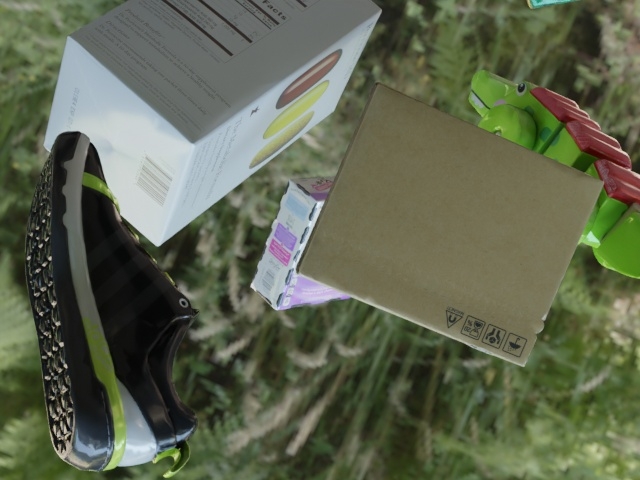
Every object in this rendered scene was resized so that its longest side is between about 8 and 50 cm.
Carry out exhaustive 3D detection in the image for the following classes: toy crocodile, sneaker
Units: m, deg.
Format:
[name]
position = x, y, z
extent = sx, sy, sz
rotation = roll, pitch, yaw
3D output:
[toy crocodile]
position = 0.239, -0.069, 1.199
extent = 0.115, 0.105, 0.340
rotation = 19, -153, -31
[sneaker]
position = -0.129, 0.041, 0.821
extent = 0.097, 0.235, 0.084
rotation = 1, 154, -26

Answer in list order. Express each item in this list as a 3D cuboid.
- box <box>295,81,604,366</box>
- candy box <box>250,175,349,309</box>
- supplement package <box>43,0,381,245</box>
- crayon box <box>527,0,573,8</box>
[box]
position = 0.103, -0.011, 1.016
extent = 0.201, 0.164, 0.021
rotation = 23, -176, -7
[candy box]
position = 0.000, 0.000, 1.969
extent = 0.164, 0.196, 0.070
rotation = -7, -143, -44
[supplement package]
position = -0.086, -0.135, 1.055
extent = 0.134, 0.244, 0.139
rotation = 41, 142, 10
[crayon box]
position = 0.117, -0.249, 0.624
extent = 0.081, 0.278, 0.165
rotation = -9, 124, 9
